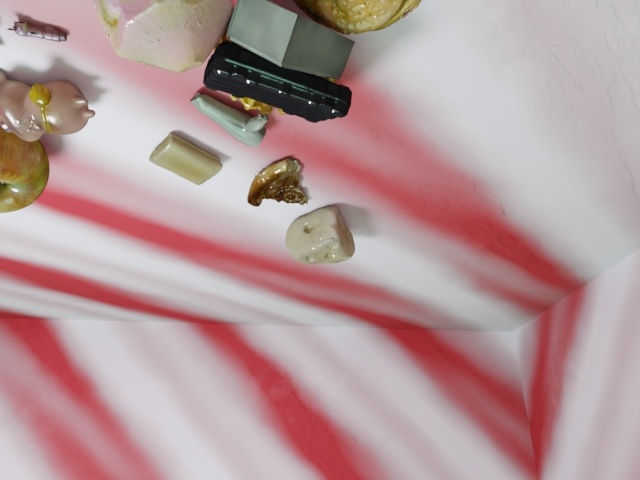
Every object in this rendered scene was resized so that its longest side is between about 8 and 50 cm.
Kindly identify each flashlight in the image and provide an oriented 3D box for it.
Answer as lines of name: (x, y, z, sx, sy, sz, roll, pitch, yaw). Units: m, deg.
flashlight: (-0.615, -0.456, 1.010, 0.110, 0.052, 0.031, 3, 118, -18)

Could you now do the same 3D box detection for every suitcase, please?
suitcase: (-0.094, -0.323, 0.979, 0.285, 0.066, 0.206, 13, -175, -22)

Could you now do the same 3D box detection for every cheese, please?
cheese: (0.000, 0.002, 1.757, 0.247, 0.174, 0.251, -13, 155, 24)

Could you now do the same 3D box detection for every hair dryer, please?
hair dryer: (-0.200, -0.309, 1.156, 0.206, 0.075, 0.237, 27, 174, -33)

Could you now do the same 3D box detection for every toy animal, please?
toy animal: (-0.688, -0.329, 1.148, 0.248, 0.149, 0.165, 6, 137, 6)

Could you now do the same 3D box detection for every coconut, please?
coconut: (-0.269, -0.410, 0.790, 0.233, 0.245, 0.233, -18, -177, 1)

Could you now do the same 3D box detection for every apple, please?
apple: (-0.898, -0.214, 1.282, 0.264, 0.264, 0.264, 1, 154, 0)

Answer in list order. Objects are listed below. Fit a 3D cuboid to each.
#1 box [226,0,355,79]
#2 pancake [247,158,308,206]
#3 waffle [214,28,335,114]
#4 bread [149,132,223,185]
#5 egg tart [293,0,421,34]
box: (-0.048, -0.378, 0.872, 0.225, 0.129, 0.086, -22, 140, -59)
pancake: (-0.119, -0.165, 1.546, 0.266, 0.057, 0.244, -23, 145, 38)
waffle: (-0.107, -0.392, 1.082, 0.309, 0.065, 0.283, -6, 153, 11)
bread: (-0.405, -0.241, 1.398, 0.139, 0.060, 0.178, -22, 145, 37)
egg tart: (0.069, -0.480, 0.852, 0.288, 0.118, 0.288, -3, 155, -1)
